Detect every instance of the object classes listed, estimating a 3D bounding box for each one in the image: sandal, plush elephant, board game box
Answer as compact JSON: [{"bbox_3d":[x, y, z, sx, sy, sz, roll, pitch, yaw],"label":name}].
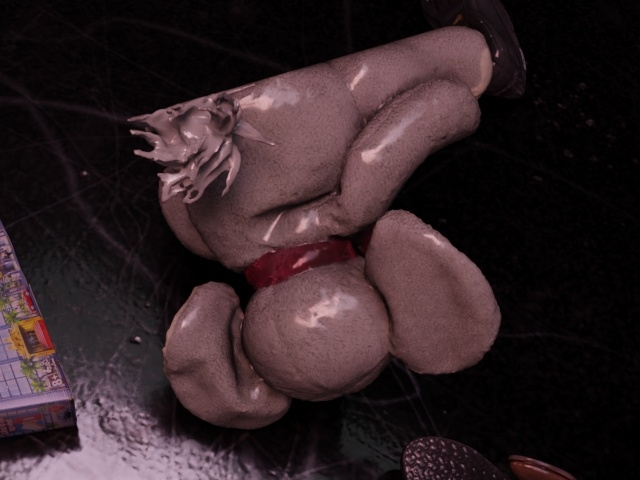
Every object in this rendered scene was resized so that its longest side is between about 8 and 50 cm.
[{"bbox_3d":[0.133,0.211,0.642,0.179,0.040,0.067,29,61,-11],"label":"sandal"},{"bbox_3d":[0.000,0.000,0.633,0.272,0.255,0.330,-11,12,25],"label":"plush elephant"},{"bbox_3d":[-0.306,0.079,0.609,0.194,0.060,0.194,-20,64,-24],"label":"board game box"}]

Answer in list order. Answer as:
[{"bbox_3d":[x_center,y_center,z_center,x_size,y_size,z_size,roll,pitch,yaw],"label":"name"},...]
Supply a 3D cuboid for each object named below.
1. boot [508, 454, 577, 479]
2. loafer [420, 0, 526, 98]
[{"bbox_3d":[0.162,0.229,0.605,0.106,0.037,0.114,34,66,-6],"label":"boot"},{"bbox_3d":[0.167,-0.240,0.918,0.078,0.076,0.223,25,39,-41],"label":"loafer"}]
